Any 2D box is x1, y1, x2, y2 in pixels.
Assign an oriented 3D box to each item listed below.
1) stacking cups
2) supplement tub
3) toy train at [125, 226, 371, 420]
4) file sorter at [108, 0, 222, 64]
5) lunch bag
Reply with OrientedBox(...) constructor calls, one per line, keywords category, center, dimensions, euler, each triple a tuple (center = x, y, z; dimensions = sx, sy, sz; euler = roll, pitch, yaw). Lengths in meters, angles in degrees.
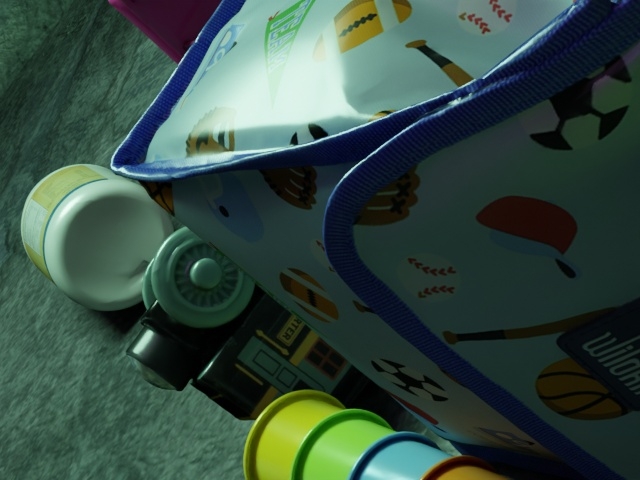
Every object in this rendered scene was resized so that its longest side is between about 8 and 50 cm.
OrientedBox(category="stacking cups", center=(0.071, 0.167, 0.852), dimensions=(0.316, 0.096, 0.096), euler=(10, 63, 56))
OrientedBox(category="supplement tub", center=(-0.258, -0.009, 1.554), dimensions=(0.144, 0.144, 0.199), euler=(-53, 24, -6))
OrientedBox(category="toy train", center=(0.000, 0.000, 1.063), dimensions=(0.334, 0.190, 0.142), euler=(-53, 5, -14))
OrientedBox(category="file sorter", center=(0.009, -0.208, 1.223), dimensions=(0.182, 0.290, 0.202), euler=(-4, 51, 54))
OrientedBox(category="lunch bag", center=(0.124, -0.016, 0.711), dimensions=(0.385, 0.328, 0.239), euler=(1, 57, 56))
